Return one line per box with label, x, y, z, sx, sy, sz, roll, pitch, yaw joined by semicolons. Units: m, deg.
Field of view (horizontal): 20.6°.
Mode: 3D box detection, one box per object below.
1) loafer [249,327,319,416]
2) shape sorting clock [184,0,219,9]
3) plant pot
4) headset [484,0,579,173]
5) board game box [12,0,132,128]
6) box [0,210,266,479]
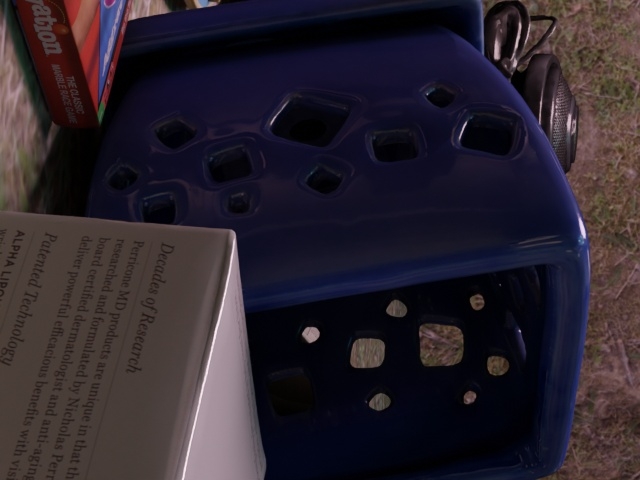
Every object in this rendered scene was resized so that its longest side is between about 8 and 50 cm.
loafer;-0.029;0.137;1.334;0.111;0.112;0.319;-69;155;-50
shape sorting clock;-0.061;-0.242;1.078;0.206;0.040;0.206;5;90;-82
plant pot;0.000;0.000;0.920;0.236;0.236;0.212;83;-2;-55
headset;0.097;-0.077;1.429;0.394;0.243;0.185;121;-22;-67
board game box;-0.101;-0.210;0.850;0.145;0.027;0.281;80;16;-57
box;-0.098;0.113;0.716;0.181;0.119;0.182;86;11;-50
